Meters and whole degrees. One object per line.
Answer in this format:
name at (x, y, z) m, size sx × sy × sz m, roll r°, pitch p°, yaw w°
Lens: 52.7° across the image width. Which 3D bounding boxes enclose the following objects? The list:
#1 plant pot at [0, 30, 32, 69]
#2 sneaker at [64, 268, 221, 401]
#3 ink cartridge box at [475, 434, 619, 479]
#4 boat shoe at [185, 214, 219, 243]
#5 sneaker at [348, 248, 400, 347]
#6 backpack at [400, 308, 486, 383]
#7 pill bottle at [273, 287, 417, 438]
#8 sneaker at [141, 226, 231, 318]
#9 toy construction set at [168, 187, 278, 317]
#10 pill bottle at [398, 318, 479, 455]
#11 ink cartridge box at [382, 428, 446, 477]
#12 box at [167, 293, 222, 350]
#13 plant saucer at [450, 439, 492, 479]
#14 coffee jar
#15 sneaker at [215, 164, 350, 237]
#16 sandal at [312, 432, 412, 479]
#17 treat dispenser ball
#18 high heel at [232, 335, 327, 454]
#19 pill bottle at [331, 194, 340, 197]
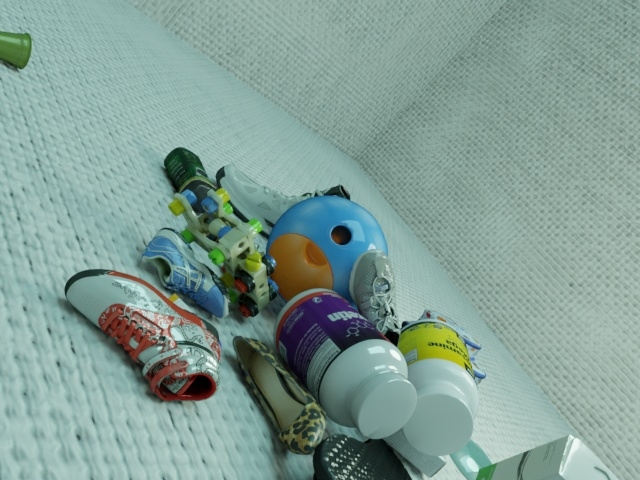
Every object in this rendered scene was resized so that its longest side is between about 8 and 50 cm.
plant pot at (-0.696, -0.431, 1.431) m, size 0.079 × 0.083 × 0.083 m, roll 8°, pitch 38°, yaw -47°
sneaker at (-0.262, 0.150, 0.981) m, size 0.270 × 0.090 × 0.145 m, roll 34°, pitch 21°, yaw -30°
ink cartridge box at (0.504, 0.579, 1.426) m, size 0.211 × 0.289 × 0.121 m, roll 44°, pitch 44°, yaw 0°
boat shoe at (-0.234, -0.007, 1.513) m, size 0.083 × 0.065 × 0.183 m, roll 49°, pitch 15°, yaw 23°
sneaker at (0.135, 0.154, 1.375) m, size 0.105 × 0.281 × 0.115 m, roll -14°, pitch 19°, yaw -24°
backpack at (0.338, 0.327, 1.815) m, size 0.263 × 0.213 × 0.276 m, roll 44°, pitch 14°, yaw 21°
pill bottle at (0.046, 0.235, 1.258) m, size 0.181 × 0.181 × 0.323 m, roll 33°, pitch 4°, yaw -36°
sneaker at (-0.259, 0.077, 1.247) m, size 0.211 × 0.080 × 0.081 m, roll 48°, pitch 46°, yaw -8°
toy construction set at (-0.184, 0.034, 1.342) m, size 0.215 × 0.151 × 0.328 m, roll 37°, pitch -13°, yaw 22°
pill bottle at (0.246, 0.316, 1.417) m, size 0.188 × 0.188 × 0.334 m, roll 43°, pitch 15°, yaw -7°
ink cartridge box at (0.154, 0.361, 1.552) m, size 0.330 × 0.071 × 0.324 m, roll 40°, pitch 15°, yaw -3°
box at (-0.235, 0.160, 1.149) m, size 0.136 × 0.028 × 0.081 m, roll 47°, pitch 15°, yaw -1°
plant saucer at (0.406, 0.577, 1.695) m, size 0.195 × 0.037 × 0.195 m, roll 40°, pitch 16°, yaw -14°
coffee jar at (-0.325, -0.150, 1.630) m, size 0.096 × 0.079 × 0.184 m, roll 31°, pitch 19°, yaw -47°
sneaker at (-0.069, -0.113, 1.857) m, size 0.447 × 0.257 × 0.169 m, roll 42°, pitch 15°, yaw -8°
sandal at (0.069, 0.432, 1.118) m, size 0.167 × 0.107 × 0.446 m, roll 53°, pitch 4°, yaw 24°
treat dispenser ball at (0.015, 0.038, 1.514) m, size 0.288 × 0.288 × 0.288 m, roll 41°, pitch 16°, yaw -14°
high heel at (-0.085, 0.263, 1.118) m, size 0.186 × 0.093 × 0.261 m, roll 46°, pitch 0°, yaw -14°
pill bottle at (-0.002, 0.009, 1.729) m, size 0.136 × 0.245 × 0.136 m, roll 41°, pitch 16°, yaw -14°
